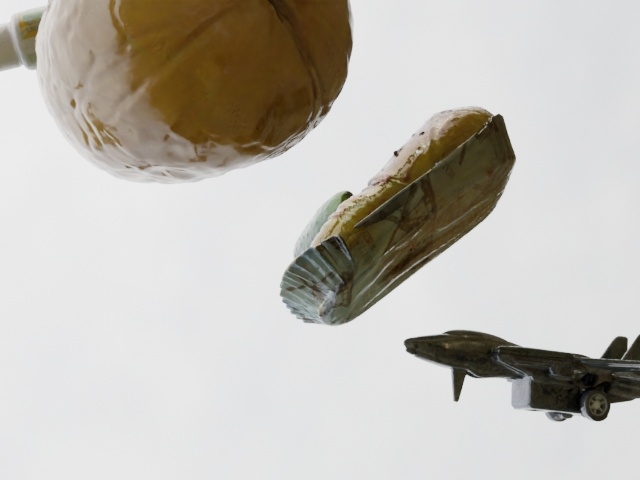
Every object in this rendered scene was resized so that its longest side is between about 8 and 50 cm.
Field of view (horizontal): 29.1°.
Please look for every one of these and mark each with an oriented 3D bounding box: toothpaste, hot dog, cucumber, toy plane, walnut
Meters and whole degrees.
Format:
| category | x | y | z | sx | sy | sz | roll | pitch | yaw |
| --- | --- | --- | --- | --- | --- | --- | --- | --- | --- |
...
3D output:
| category | x | y | z | sx | sy | sz | roll | pitch | yaw |
| --- | --- | --- | --- | --- | --- | --- | --- | --- | --- |
| toothpaste | -0.151 | -0.201 | 1.070 | 0.056 | 0.315 | 0.058 | 104 | 152 | -85 |
| hot dog | 0.073 | -0.022 | 1.149 | 0.270 | 0.082 | 0.162 | -38 | -26 | -21 |
| cucumber | 0.000 | 0.000 | 1.674 | 0.056 | 0.056 | 0.250 | -54 | -2 | -27 |
| toy plane | 0.203 | 0.131 | 1.191 | 0.267 | 0.212 | 0.088 | 3 | -100 | -21 |
| walnut | -0.081 | -0.127 | 0.767 | 0.193 | 0.226 | 0.193 | 0 | -90 | -22 |
